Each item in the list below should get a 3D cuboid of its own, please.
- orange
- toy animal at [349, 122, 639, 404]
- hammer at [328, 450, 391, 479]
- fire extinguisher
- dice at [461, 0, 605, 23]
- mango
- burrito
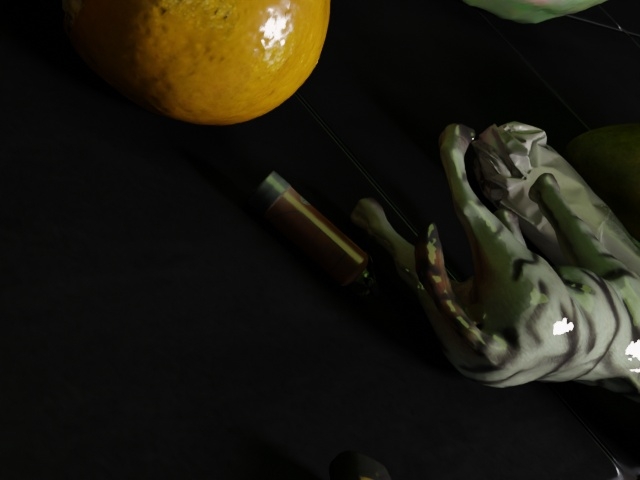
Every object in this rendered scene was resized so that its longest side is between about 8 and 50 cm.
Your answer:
[{"bbox_3d":[-0.062,-0.133,0.736,0.156,0.134,0.156,47,12,-14],"label":"orange"},{"bbox_3d":[0.134,0.031,0.811,0.255,0.090,0.170,23,32,-31],"label":"toy animal"},{"bbox_3d":[-0.006,0.127,0.497,0.078,0.021,0.201,42,24,1],"label":"hammer"},{"bbox_3d":[0.000,0.000,0.733,0.083,0.022,0.028,41,-7,-1],"label":"fire extinguisher"},{"bbox_3d":[0.177,-0.416,1.363,0.322,0.330,0.318,21,26,-39],"label":"dice"},{"bbox_3d":[0.326,-0.028,1.168,0.289,0.129,0.146,6,42,-41],"label":"mango"},{"bbox_3d":[0.179,0.000,0.971,0.203,0.064,0.064,45,23,3],"label":"burrito"}]
